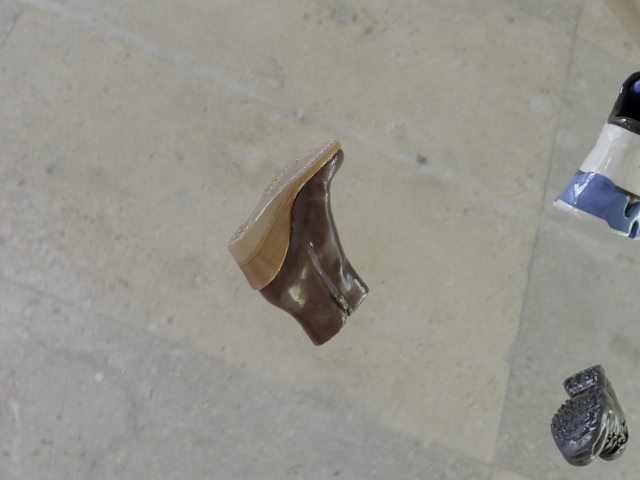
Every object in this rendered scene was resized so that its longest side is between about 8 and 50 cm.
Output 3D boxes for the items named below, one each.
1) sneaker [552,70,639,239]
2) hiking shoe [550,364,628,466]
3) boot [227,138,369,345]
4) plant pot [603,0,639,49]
[{"bbox_3d":[0.414,-0.101,0.995,0.127,0.182,0.316,34,22,33],"label":"sneaker"},{"bbox_3d":[0.385,0.258,1.133,0.114,0.086,0.227,55,29,-1],"label":"hiking shoe"},{"bbox_3d":[0.000,0.000,1.191,0.207,0.090,0.248,47,66,-21],"label":"boot"},{"bbox_3d":[0.229,-0.198,0.371,0.334,0.333,0.305,-32,73,-27],"label":"plant pot"}]
